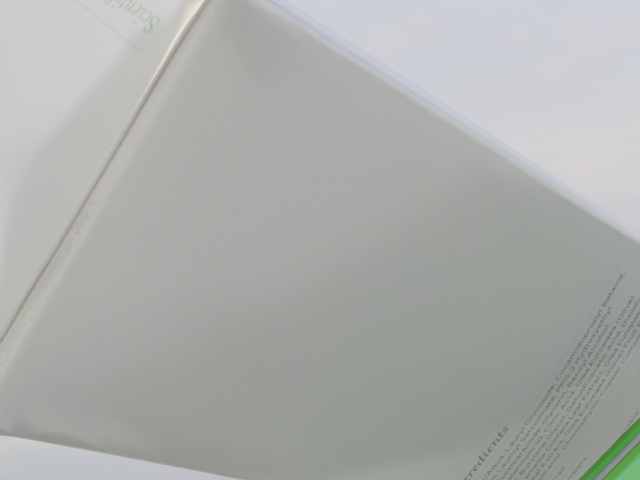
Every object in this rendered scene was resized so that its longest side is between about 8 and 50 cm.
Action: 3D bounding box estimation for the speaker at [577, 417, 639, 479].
[{"bbox_3d":[0.138,0.143,0.431,0.296,0.131,0.131,-40,-4,-16],"label":"speaker"}]

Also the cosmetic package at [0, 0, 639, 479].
[{"bbox_3d":[0.000,0.000,0.492,0.365,0.155,0.197,25,12,-47],"label":"cosmetic package"}]
